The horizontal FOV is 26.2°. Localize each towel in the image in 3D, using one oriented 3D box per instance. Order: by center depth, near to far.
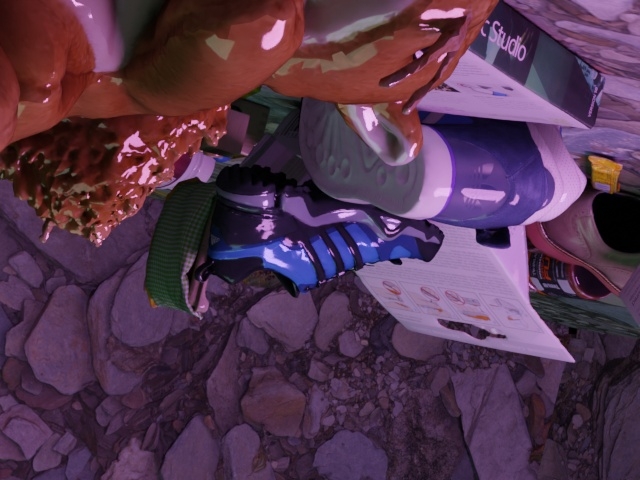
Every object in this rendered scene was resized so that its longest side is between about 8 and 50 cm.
[{"bbox_3d":[-0.027,-0.060,1.647,0.152,0.113,0.023,35,133,1],"label":"towel"}]

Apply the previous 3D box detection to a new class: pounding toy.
[{"bbox_3d":[-0.150,-0.146,1.842,0.130,0.100,0.141,16,175,-21],"label":"pounding toy"}]

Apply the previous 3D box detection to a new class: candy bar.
[{"bbox_3d":[0.342,-0.078,1.651,0.040,0.018,0.161,17,176,13],"label":"candy bar"}]

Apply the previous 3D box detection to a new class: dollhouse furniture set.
[{"bbox_3d":[-0.189,-0.074,1.601,0.151,0.301,0.197,15,175,-17],"label":"dollhouse furniture set"}]

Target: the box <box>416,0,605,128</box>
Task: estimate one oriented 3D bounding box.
[{"bbox_3d":[0.069,-0.174,1.175,0.232,0.058,0.322,10,175,38],"label":"box"}]

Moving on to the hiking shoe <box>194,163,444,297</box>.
[{"bbox_3d":[0.000,0.000,1.558,0.304,0.132,0.113,11,-165,-31],"label":"hiking shoe"}]

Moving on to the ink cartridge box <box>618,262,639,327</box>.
[{"bbox_3d":[0.499,0.088,1.617,0.168,0.171,0.233,19,-154,-23],"label":"ink cartridge box"}]

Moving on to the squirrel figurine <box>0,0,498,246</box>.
[{"bbox_3d":[-0.101,-0.149,0.810,0.370,0.281,0.397,-1,170,-34],"label":"squirrel figurine"}]

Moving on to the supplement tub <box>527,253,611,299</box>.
[{"bbox_3d":[0.411,0.044,2.312,0.106,0.106,0.198,17,174,-23],"label":"supplement tub"}]

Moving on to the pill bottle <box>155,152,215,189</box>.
[{"bbox_3d":[-0.257,-0.144,2.046,0.121,0.121,0.221,11,174,31],"label":"pill bottle"}]

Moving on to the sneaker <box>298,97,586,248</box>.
[{"bbox_3d":[0.136,-0.094,1.466,0.236,0.130,0.323,1,-163,-27],"label":"sneaker"}]

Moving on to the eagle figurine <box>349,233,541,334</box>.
[{"bbox_3d":[0.178,-0.011,1.942,0.298,0.226,0.225,12,-162,-43],"label":"eagle figurine"}]

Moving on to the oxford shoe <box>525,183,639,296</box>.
[{"bbox_3d":[0.434,0.012,1.832,0.348,0.123,0.130,16,169,-31],"label":"oxford shoe"}]

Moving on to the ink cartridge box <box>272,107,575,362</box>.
[{"bbox_3d":[0.143,-0.007,1.760,0.308,0.091,0.385,8,147,47],"label":"ink cartridge box"}]
